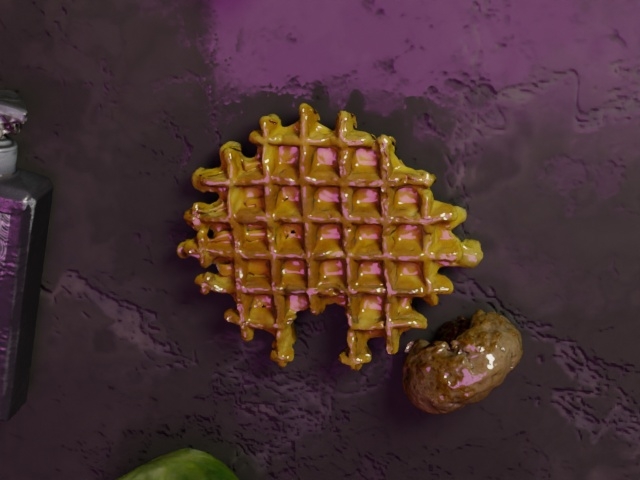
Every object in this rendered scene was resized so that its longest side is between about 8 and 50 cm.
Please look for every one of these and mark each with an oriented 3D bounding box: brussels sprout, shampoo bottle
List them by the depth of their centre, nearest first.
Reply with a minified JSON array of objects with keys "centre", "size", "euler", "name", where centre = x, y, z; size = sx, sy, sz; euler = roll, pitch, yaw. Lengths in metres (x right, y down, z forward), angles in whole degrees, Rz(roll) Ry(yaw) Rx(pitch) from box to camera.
[{"centre":[-0.301,0.013,1.089],"size":[0.098,0.071,0.309],"euler":[16,113,8],"name":"shampoo bottle"},{"centre":[-0.132,0.270,1.139],"size":[0.155,0.117,0.155],"euler":[6,102,28],"name":"brussels sprout"}]

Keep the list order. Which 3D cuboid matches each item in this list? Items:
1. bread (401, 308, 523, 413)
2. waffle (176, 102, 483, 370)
[{"centre":[0.117,0.104,1.034],"size":[0.113,0.082,0.060],"euler":[-29,102,18],"name":"bread"},{"centre":[0.000,0.000,1.029],"size":[0.231,0.051,0.229],"euler":[45,115,-8],"name":"waffle"}]
